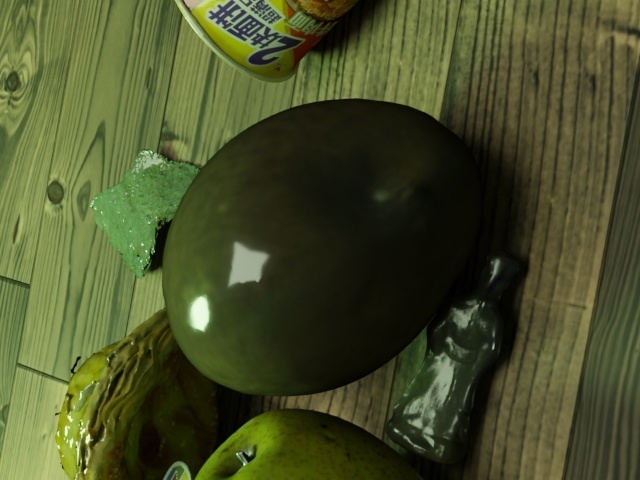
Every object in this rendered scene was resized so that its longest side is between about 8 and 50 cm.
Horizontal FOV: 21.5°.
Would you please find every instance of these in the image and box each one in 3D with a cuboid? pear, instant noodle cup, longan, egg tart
[{"bbox_3d":[-0.008,0.305,1.629,0.294,0.294,0.294,-11,75,47],"label":"pear"},{"bbox_3d":[-0.041,-0.307,1.853,0.174,0.213,0.213,-36,57,29],"label":"instant noodle cup"},{"bbox_3d":[0.000,0.000,1.656,0.350,0.288,0.288,-39,41,-15],"label":"longan"},{"bbox_3d":[-0.209,0.204,1.882,0.116,0.295,0.295,10,91,24],"label":"egg tart"}]

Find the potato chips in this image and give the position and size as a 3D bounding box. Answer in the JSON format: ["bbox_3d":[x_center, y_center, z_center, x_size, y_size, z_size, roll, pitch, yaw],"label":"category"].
[{"bbox_3d":[-0.207,-0.040,2.096,0.228,0.059,0.167,-44,43,35],"label":"potato chips"}]

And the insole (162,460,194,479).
[{"bbox_3d":[-0.182,0.316,1.781,0.065,0.006,0.193,48,116,45],"label":"insole"}]

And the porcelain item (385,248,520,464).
[{"bbox_3d":[0.137,0.108,1.662,0.081,0.069,0.216,25,100,24],"label":"porcelain item"}]
